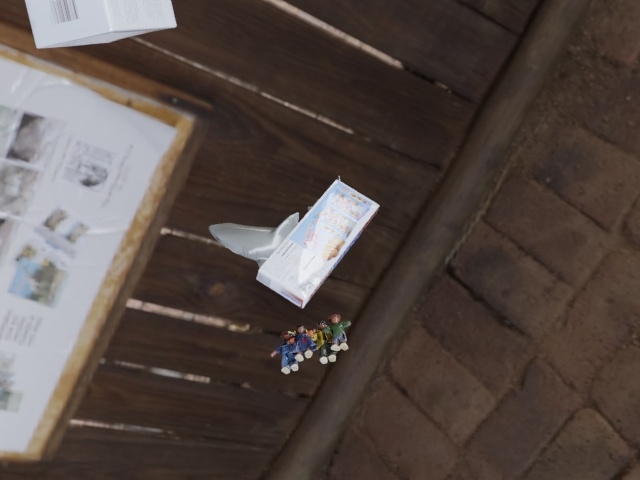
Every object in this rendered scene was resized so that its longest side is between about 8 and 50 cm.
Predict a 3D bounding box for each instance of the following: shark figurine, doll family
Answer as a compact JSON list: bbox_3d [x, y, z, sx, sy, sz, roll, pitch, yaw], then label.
[{"bbox_3d":[-0.044,-0.024,1.620,0.166,0.278,0.116,50,141,30],"label":"shark figurine"},{"bbox_3d":[-0.022,0.224,1.956,0.192,0.076,0.111,-12,45,0],"label":"doll family"}]

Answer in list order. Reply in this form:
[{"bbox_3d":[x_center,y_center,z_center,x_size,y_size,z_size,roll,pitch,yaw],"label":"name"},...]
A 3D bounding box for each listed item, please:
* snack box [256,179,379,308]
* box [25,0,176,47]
[{"bbox_3d":[0.000,0.000,1.024,0.178,0.064,0.022,-51,-13,-38],"label":"snack box"},{"bbox_3d":[-0.308,-0.331,1.236,0.130,0.170,0.091,-6,103,23],"label":"box"}]
